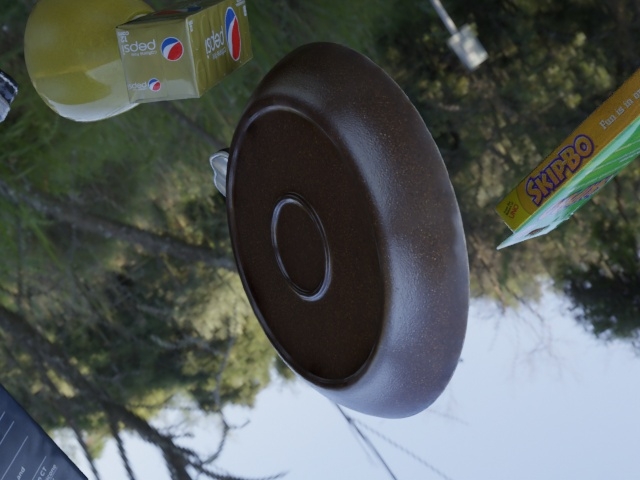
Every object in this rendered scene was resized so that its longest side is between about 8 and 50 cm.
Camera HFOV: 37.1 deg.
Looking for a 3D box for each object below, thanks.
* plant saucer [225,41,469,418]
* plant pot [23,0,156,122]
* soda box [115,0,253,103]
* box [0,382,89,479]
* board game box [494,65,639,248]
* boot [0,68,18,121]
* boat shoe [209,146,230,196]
[{"bbox_3d":[0.000,0.000,0.766,0.050,0.311,0.310,-15,176,-31],"label":"plant saucer"},{"bbox_3d":[-0.192,-0.178,0.891,0.095,0.134,0.134,6,-147,38],"label":"plant pot"},{"bbox_3d":[-0.106,-0.162,0.788,0.058,0.061,0.181,-3,-160,12],"label":"soda box"},{"bbox_3d":[-0.473,0.205,0.904,0.293,0.395,0.212,-10,-142,28],"label":"box"},{"bbox_3d":[0.242,-0.090,0.750,0.124,0.039,0.259,-12,148,-54],"label":"board game box"},{"bbox_3d":[-0.418,-0.329,1.047,0.284,0.377,0.138,-52,165,-12],"label":"boot"},{"bbox_3d":[-0.096,-0.081,1.073,0.038,0.046,0.125,-48,171,-15],"label":"boat shoe"}]
